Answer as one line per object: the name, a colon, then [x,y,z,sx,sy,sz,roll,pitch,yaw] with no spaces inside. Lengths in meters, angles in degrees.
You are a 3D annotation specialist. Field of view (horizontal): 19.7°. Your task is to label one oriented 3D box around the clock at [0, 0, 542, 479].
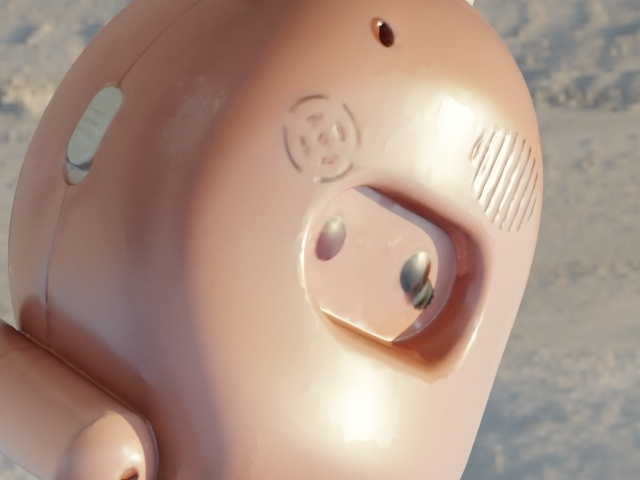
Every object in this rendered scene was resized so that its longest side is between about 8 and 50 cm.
clock: [0.000,0.000,0.700,0.142,0.241,0.227,23,176,42]
